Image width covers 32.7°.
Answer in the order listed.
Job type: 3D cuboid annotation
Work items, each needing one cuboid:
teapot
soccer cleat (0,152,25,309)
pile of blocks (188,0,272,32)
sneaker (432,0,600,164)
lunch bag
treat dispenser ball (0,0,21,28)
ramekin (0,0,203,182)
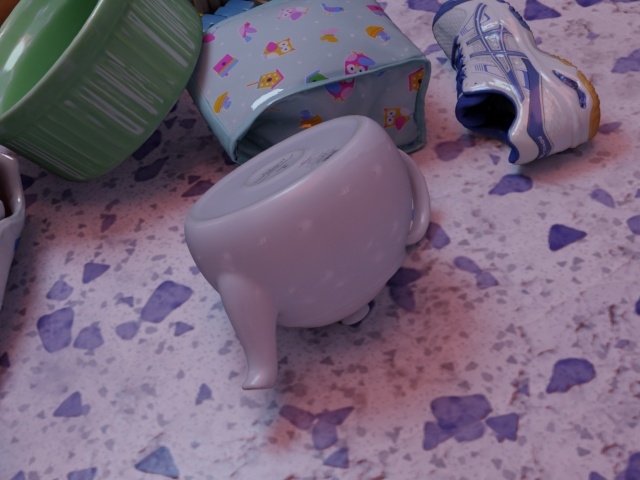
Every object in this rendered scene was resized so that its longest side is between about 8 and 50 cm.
[{"bbox_3d":[0.000,0.000,1.125,0.256,0.187,0.252,-29,17,5],"label":"teapot"},{"bbox_3d":[-0.391,0.033,1.169,0.116,0.143,0.331,14,42,-15],"label":"soccer cleat"},{"bbox_3d":[-0.119,-0.361,1.554,0.362,0.112,0.149,-29,47,-17],"label":"pile of blocks"},{"bbox_3d":[0.204,-0.204,1.333,0.131,0.112,0.296,-26,46,-14],"label":"sneaker"},{"bbox_3d":[-0.028,-0.189,1.332,0.262,0.160,0.223,-18,45,-15],"label":"lunch bag"},{"bbox_3d":[-0.458,-0.406,1.539,0.288,0.288,0.288,-6,45,6],"label":"treat dispenser ball"},{"bbox_3d":[-0.284,-0.218,1.335,0.303,0.148,0.303,-32,38,29],"label":"ramekin"}]
